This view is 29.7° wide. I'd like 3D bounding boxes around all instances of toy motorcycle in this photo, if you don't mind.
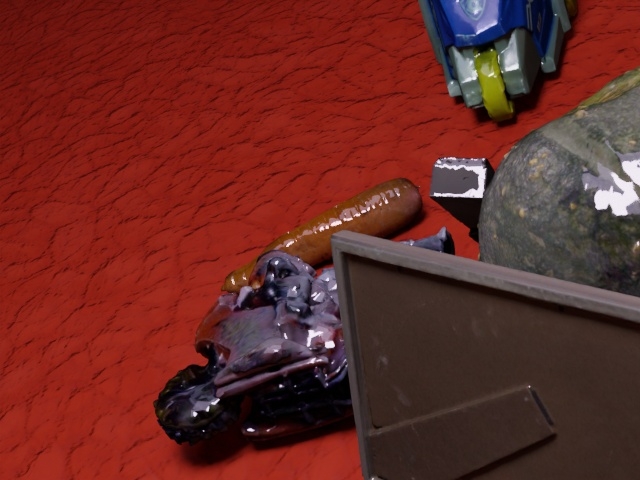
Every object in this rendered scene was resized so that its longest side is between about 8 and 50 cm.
[{"bbox_3d":[0.204,-0.295,1.479,0.191,0.200,0.326,-13,31,18],"label":"toy motorcycle"},{"bbox_3d":[0.041,0.072,1.106,0.401,0.134,0.207,-14,39,18],"label":"toy motorcycle"}]

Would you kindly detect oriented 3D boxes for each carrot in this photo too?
[{"bbox_3d":[0.000,0.000,1.315,0.248,0.059,0.059,-26,31,2],"label":"carrot"}]

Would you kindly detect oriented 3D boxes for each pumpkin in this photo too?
[{"bbox_3d":[0.290,-0.013,0.907,0.327,0.291,0.257,-40,41,-5],"label":"pumpkin"}]

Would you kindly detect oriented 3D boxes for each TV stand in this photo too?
[{"bbox_3d":[0.156,-0.022,1.069,0.049,0.256,0.040,3,80,23],"label":"TV stand"}]

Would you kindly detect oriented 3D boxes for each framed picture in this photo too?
[{"bbox_3d":[0.134,0.126,0.870,0.315,0.232,0.024,13,29,44],"label":"framed picture"}]
